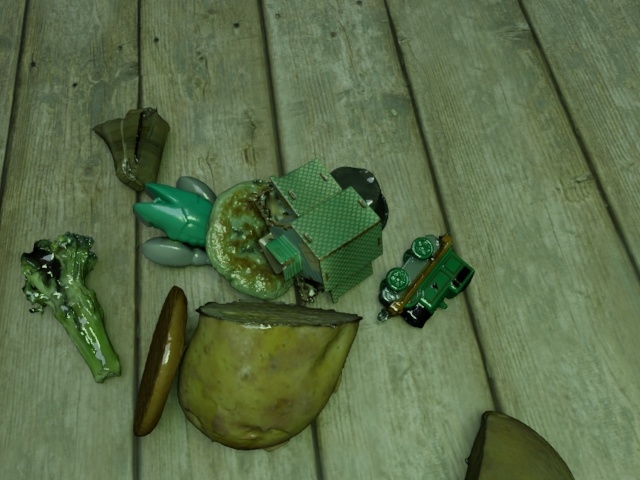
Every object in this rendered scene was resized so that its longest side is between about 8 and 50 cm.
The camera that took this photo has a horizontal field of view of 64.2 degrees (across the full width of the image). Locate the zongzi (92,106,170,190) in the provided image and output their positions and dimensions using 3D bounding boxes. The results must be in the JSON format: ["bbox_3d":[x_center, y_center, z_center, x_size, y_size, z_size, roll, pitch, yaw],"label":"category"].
[{"bbox_3d":[-0.455,-0.204,1.169,0.197,0.099,0.195,-5,65,15],"label":"zongzi"}]

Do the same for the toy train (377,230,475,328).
[{"bbox_3d":[0.201,0.080,0.978,0.136,0.091,0.228,37,74,9],"label":"toy train"}]

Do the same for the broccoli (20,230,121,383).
[{"bbox_3d":[-0.473,0.137,1.004,0.145,0.165,0.304,-20,76,-38],"label":"broccoli"}]

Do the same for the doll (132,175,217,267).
[{"bbox_3d":[-0.261,-0.014,1.050,0.258,0.153,0.195,48,59,5],"label":"doll"}]

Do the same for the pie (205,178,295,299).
[{"bbox_3d":[-0.115,-0.005,1.010,0.240,0.054,0.241,6,77,-28],"label":"pie"}]

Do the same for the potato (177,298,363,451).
[{"bbox_3d":[-0.090,0.234,0.869,0.288,0.301,0.237,5,89,21],"label":"potato"}]

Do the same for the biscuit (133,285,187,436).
[{"bbox_3d":[-0.277,0.208,0.894,0.037,0.262,0.262,17,65,-19],"label":"biscuit"}]

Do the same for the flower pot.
[{"bbox_3d":[0.062,-0.080,1.054,0.157,0.107,0.158,-3,66,6],"label":"flower pot"}]

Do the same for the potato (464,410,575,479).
[{"bbox_3d":[0.317,0.377,0.746,0.211,0.264,0.190,20,79,20],"label":"potato"}]

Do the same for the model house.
[{"bbox_3d":[0.000,0.000,0.902,0.178,0.206,0.271,-30,106,-22],"label":"model house"}]
